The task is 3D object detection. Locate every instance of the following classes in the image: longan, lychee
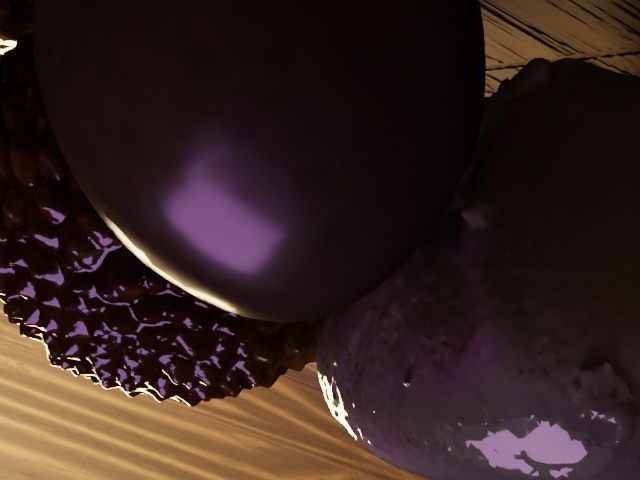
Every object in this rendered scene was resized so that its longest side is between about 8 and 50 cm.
[{"bbox_3d":[-0.024,-0.077,0.507,0.196,0.220,0.196,-17,163,-5],"label":"longan"},{"bbox_3d":[-0.093,-0.035,0.715,0.267,0.267,0.267,19,168,4],"label":"lychee"}]

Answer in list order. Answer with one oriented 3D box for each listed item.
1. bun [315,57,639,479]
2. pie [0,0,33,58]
[{"bbox_3d":[0.130,-0.002,0.610,0.293,0.187,0.293,-12,-174,1],"label":"bun"},{"bbox_3d":[-0.331,-0.178,0.808,0.355,0.103,0.288,7,163,31],"label":"pie"}]
